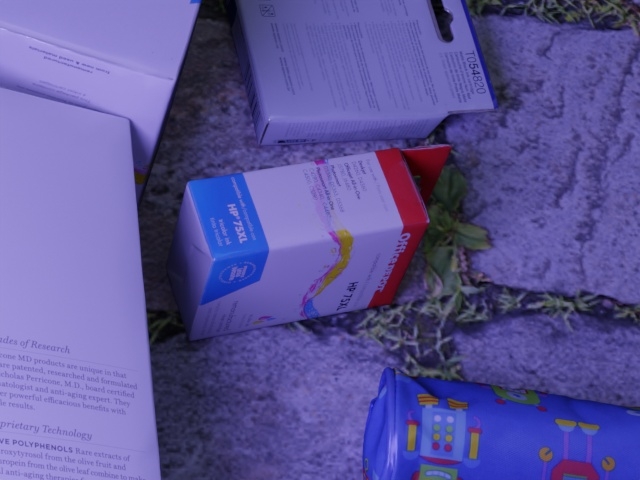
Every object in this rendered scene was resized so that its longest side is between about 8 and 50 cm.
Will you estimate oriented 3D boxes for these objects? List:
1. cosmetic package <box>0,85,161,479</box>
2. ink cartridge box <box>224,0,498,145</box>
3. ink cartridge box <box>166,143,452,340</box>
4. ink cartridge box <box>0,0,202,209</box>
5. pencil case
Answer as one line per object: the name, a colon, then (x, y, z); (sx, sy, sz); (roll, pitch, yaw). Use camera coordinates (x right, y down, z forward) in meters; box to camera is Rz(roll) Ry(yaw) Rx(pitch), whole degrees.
cosmetic package: (-0.231, 0.091, 1.292); (0.155, 0.197, 0.365); (12, 53, -33)
ink cartridge box: (0.030, -0.192, 1.643); (0.224, 0.045, 0.223); (-3, 60, -18)
ink cartridge box: (0.000, 0.000, 1.462); (0.231, 0.134, 0.078); (-10, 61, -19)
ink cartridge box: (-0.197, -0.147, 1.444); (0.168, 0.232, 0.171); (17, 56, -6)
pencil case: (0.181, 0.173, 1.410); (0.306, 0.119, 0.133); (7, 15, -10)
